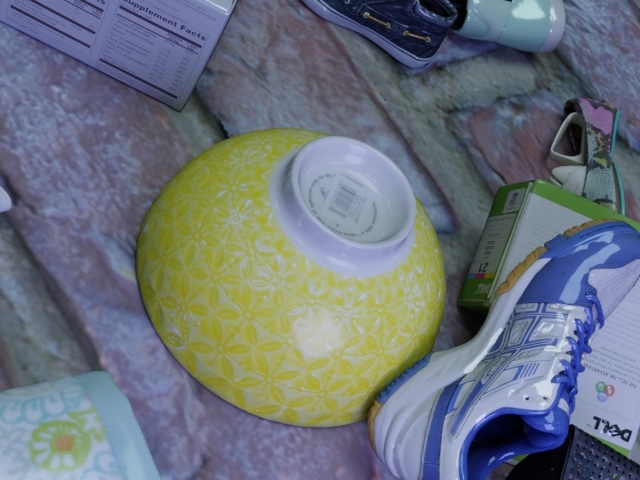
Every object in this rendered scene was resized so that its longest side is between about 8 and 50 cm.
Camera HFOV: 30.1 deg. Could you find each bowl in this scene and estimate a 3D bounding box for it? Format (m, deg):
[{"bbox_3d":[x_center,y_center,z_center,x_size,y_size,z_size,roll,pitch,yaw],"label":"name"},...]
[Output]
[{"bbox_3d":[0.000,0.000,1.038,0.289,0.156,0.289,14,51,-18],"label":"bowl"}]

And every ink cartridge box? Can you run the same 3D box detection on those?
[{"bbox_3d":[0.225,0.093,1.139,0.189,0.097,0.255,23,83,-12],"label":"ink cartridge box"}]

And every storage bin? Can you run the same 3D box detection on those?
[{"bbox_3d":[0.194,0.257,0.972,0.084,0.122,0.180,30,48,-5],"label":"storage bin"}]

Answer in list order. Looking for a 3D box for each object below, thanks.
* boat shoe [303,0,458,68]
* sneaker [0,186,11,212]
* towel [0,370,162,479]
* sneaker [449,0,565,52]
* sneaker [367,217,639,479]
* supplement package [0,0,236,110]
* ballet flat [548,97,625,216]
[{"bbox_3d":[0.062,-0.271,1.316,0.183,0.083,0.065,30,48,-5],"label":"boat shoe"},{"bbox_3d":[-0.322,-0.108,1.014,0.094,0.080,0.212,-2,64,-42],"label":"sneaker"},{"bbox_3d":[-0.224,0.280,0.761,0.320,0.090,0.374,-10,62,-33],"label":"towel"},{"bbox_3d":[0.194,-0.342,1.431,0.151,0.094,0.256,4,54,-21],"label":"sneaker"},{"bbox_3d":[0.184,0.111,0.999,0.296,0.112,0.131,-44,44,-5],"label":"sneaker"},{"bbox_3d":[-0.165,-0.300,1.178,0.204,0.145,0.262,26,48,-8],"label":"supplement package"},{"bbox_3d":[0.291,-0.080,1.313,0.079,0.077,0.221,10,46,2],"label":"ballet flat"}]
